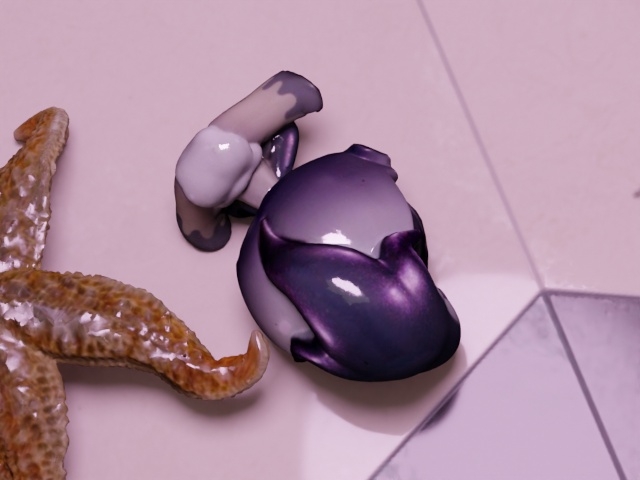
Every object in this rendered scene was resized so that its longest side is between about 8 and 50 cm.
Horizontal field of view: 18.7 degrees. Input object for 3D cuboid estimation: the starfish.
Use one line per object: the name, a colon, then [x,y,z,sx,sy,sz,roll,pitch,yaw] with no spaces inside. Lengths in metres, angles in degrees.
starfish: [-0.214,0.058,1.282,0.375,0.094,0.327,12,77,16]

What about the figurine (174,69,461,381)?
figurine: [0.000,0.000,1.246,0.145,0.145,0.222,-44,68,-7]
